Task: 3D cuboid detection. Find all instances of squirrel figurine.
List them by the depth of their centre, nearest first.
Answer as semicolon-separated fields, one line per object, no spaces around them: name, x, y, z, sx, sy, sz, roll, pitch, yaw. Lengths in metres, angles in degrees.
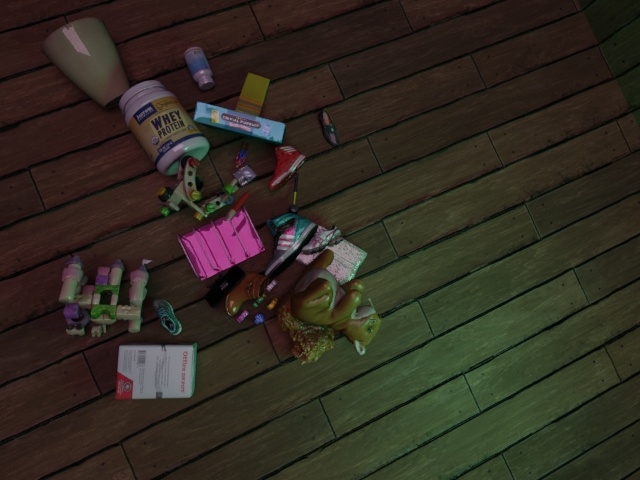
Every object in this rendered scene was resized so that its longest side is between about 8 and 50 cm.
squirrel figurine;0.035;0.311;1.687;0.397;0.281;0.370;-43;108;14

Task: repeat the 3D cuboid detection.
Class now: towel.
towel;-0.290;-0.620;1.793;0.102;0.021;0.237;16;61;-11
towel;0.038;0.064;1.793;0.282;0.049;0.187;31;83;-3

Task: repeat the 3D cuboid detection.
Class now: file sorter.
file sorter;-0.393;0.006;1.667;0.291;0.182;0.202;-26;89;-10

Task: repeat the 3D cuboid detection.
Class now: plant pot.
plant pot;-0.888;-0.676;1.653;0.257;0.256;0.273;-34;106;-10

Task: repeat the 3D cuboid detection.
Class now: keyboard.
keyboard;-0.392;0.183;1.712;0.192;0.038;0.100;-45;63;-3

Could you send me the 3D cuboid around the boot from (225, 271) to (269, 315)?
boot;-0.294;0.219;1.674;0.153;0.073;0.197;8;77;36

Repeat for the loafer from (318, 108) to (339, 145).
loafer;0.037;-0.499;1.843;0.062;0.061;0.170;-26;89;-11

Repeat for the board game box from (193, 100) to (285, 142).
board game box;-0.311;-0.465;1.686;0.336;0.254;0.079;13;99;-7

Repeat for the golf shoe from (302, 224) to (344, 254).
golf shoe;0.000;0.000;1.740;0.186;0.067;0.085;-23;78;-18

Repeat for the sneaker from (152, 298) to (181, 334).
sneaker;-0.611;0.301;1.658;0.065;0.076;0.166;-36;90;-11

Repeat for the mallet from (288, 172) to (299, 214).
mallet;-0.108;-0.201;1.791;0.039;0.062;0.189;7;83;-9

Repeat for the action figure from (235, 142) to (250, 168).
action figure;-0.338;-0.361;1.792;0.038;0.030;0.115;24;83;-10

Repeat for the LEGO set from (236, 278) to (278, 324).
LEGO set;-0.235;0.268;1.707;0.087;0.093;0.227;42;80;-2

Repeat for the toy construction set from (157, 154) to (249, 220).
toy construction set;-0.455;-0.144;1.564;0.309;0.257;0.237;22;64;25

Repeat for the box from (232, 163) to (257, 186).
box;-0.323;-0.279;1.789;0.083;0.018;0.067;-37;90;-10

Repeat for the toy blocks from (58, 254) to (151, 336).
toy blocks;-0.809;0.183;1.597;0.289;0.308;0.259;4;50;-19

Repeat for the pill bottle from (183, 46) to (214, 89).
pill bottle;-0.511;-0.727;1.774;0.087;0.087;0.160;-23;88;-10

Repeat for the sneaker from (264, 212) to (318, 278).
sneaker;-0.169;-0.001;1.716;0.178;0.123;0.295;38;78;16

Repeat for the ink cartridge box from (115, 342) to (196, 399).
ink cartridge box;-0.625;0.499;1.615;0.273;0.114;0.196;2;83;-7

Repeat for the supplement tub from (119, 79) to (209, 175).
supplement tub;-0.620;-0.444;1.658;0.228;0.228;0.316;-36;90;-10

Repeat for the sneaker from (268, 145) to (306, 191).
sneaker;-0.176;-0.317;1.794;0.128;0.087;0.221;40;68;6
